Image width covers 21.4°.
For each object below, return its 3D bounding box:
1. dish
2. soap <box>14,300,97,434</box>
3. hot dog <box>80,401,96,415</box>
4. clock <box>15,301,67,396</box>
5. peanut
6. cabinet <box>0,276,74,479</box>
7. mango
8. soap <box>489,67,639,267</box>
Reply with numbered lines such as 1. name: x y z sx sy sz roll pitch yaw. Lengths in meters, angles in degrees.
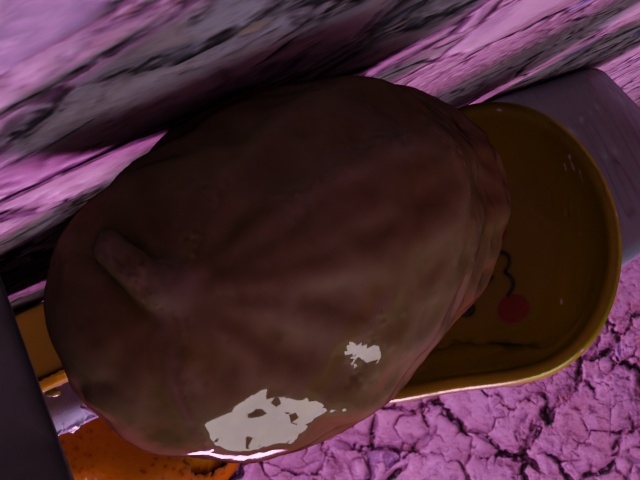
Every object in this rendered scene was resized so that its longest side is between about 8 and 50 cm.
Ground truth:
1. dish: 0.100 0.029 1.282 0.262 0.221 0.108 -18 155 9
2. soap: -0.266 0.125 1.107 0.150 0.094 0.261 -28 177 27
3. hot dog: -0.095 0.045 1.158 0.192 0.053 0.099 -54 168 -10
4. clock: -0.102 0.025 0.967 0.293 0.071 0.277 -27 176 37
5. peanut: 0.007 -0.002 0.734 0.159 0.143 0.291 -17 -176 26
6. cabinet: -0.177 0.091 0.662 0.145 0.150 0.206 -20 177 -12
7. mango: -0.152 0.146 1.425 0.191 0.159 0.290 15 -157 26
8. soap: 0.220 -0.052 1.485 0.095 0.172 0.289 -29 176 33
